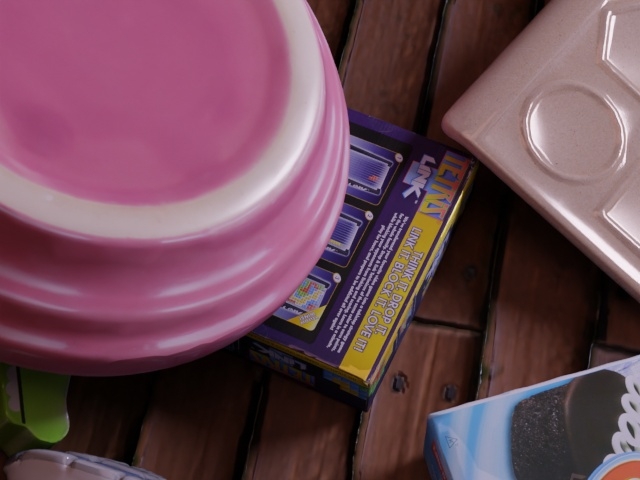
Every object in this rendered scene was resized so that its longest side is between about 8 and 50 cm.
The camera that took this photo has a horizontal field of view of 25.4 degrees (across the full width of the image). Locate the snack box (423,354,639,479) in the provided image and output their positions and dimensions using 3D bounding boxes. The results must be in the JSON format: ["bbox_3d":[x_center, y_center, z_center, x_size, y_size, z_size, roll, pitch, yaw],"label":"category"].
[{"bbox_3d":[0.192,0.216,0.732,0.187,0.060,0.322,-15,61,-8],"label":"snack box"}]

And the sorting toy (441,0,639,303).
[{"bbox_3d":[0.206,-0.065,0.889,0.208,0.038,0.193,40,67,7],"label":"sorting toy"}]

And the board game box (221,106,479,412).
[{"bbox_3d":[0.000,0.000,0.865,0.141,0.048,0.170,23,63,11],"label":"board game box"}]

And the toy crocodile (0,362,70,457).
[{"bbox_3d":[-0.180,-0.039,0.842,0.105,0.115,0.340,-1,66,-27],"label":"toy crocodile"}]

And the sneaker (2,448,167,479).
[{"bbox_3d":[-0.042,0.202,0.727,0.297,0.111,0.129,14,80,21],"label":"sneaker"}]

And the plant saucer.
[{"bbox_3d":[-0.127,-0.094,0.775,0.332,0.084,0.332,12,60,-21],"label":"plant saucer"}]
